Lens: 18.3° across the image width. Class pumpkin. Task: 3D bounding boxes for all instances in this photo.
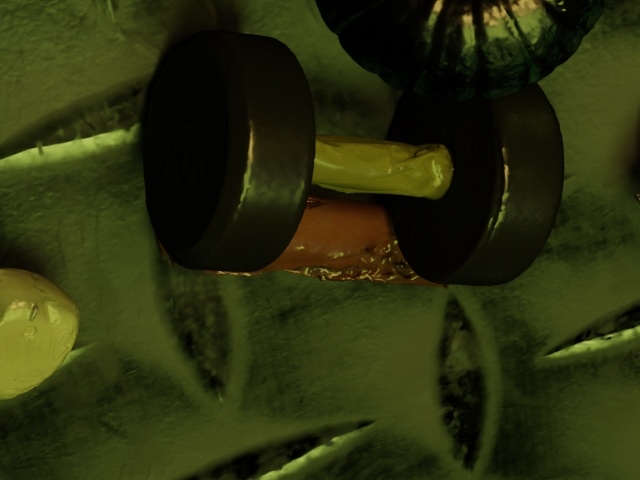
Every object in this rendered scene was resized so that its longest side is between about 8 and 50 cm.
[{"bbox_3d":[0.110,-0.228,1.564,0.248,0.248,0.248,-14,133,-15],"label":"pumpkin"}]

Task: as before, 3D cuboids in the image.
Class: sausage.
[{"bbox_3d":[0.002,-0.001,1.849,0.326,0.079,0.087,5,151,-30],"label":"sausage"}]

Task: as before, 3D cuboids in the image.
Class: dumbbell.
[{"bbox_3d":[0.028,-0.067,1.714,0.322,0.204,0.204,3,127,-28],"label":"dumbbell"}]

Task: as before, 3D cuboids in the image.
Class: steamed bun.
[{"bbox_3d":[-0.278,0.077,1.770,0.112,0.091,0.130,13,123,-36],"label":"steamed bun"}]

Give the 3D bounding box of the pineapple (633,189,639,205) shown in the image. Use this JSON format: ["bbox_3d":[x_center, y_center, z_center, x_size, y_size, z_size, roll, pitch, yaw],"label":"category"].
[{"bbox_3d":[0.405,-0.071,1.958,0.161,0.137,0.176,17,136,13],"label":"pineapple"}]
